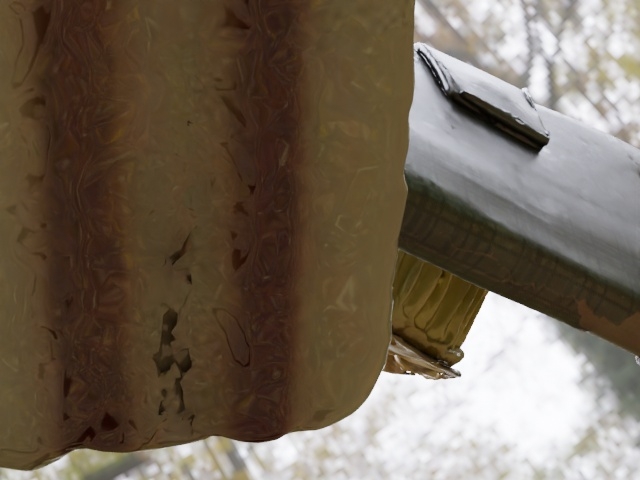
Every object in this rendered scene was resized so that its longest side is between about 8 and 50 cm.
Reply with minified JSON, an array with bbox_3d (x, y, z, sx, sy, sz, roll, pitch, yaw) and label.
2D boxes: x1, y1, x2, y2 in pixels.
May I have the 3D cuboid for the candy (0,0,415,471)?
[{"bbox_3d":[-0.053,-0.117,0.521,0.135,0.179,0.321,-6,-61,-13],"label":"candy"}]

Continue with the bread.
[{"bbox_3d":[0.000,0.000,0.970,0.132,0.190,0.114,36,-105,-48],"label":"bread"}]

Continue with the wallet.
[{"bbox_3d":[0.077,-0.029,0.859,0.317,0.169,0.044,23,-63,-24],"label":"wallet"}]
